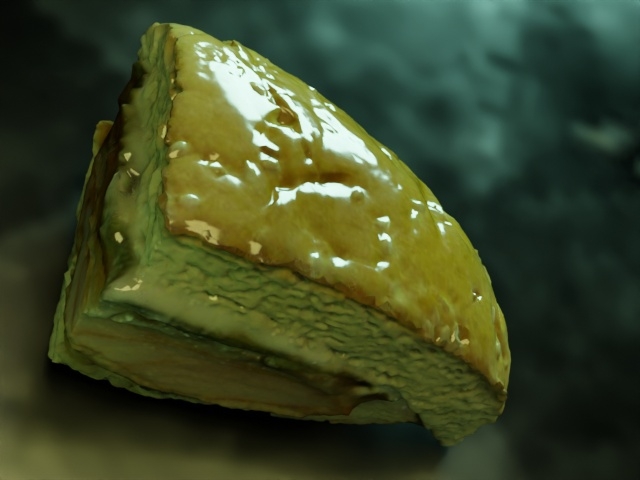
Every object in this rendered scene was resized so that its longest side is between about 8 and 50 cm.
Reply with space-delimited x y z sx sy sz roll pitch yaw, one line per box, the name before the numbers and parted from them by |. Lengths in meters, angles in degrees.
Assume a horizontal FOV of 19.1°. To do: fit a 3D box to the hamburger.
hamburger | 0.000 0.000 0.826 0.207 0.135 0.155 20 60 -13
